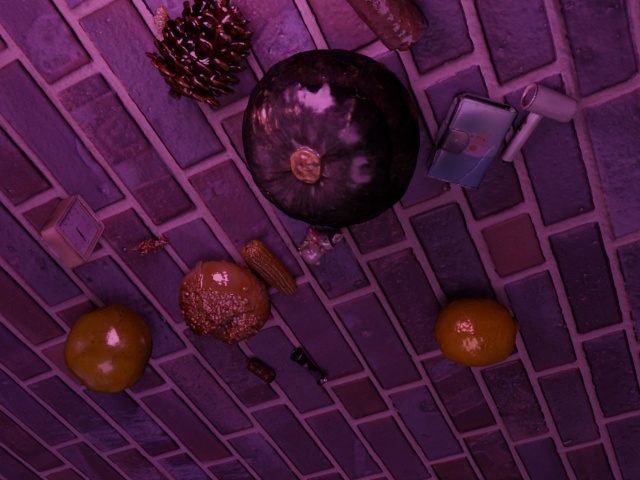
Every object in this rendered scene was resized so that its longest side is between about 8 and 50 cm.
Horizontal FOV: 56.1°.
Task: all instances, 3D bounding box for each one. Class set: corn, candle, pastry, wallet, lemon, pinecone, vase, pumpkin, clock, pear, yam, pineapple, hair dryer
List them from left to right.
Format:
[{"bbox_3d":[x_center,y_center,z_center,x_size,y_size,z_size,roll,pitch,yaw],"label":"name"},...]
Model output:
[{"bbox_3d":[-0.730,-0.027,1.778,0.071,0.192,0.147,-21,122,15],"label":"clock"},{"bbox_3d":[-0.704,0.356,2.008,0.294,0.294,0.294,1,126,2],"label":"pear"},{"bbox_3d":[-0.391,-0.540,1.495,0.045,0.019,0.083,-16,127,10],"label":"pineapple"},{"bbox_3d":[-0.280,-0.449,1.440,0.224,0.224,0.272,38,107,-23],"label":"pinecone"},{"bbox_3d":[-0.313,0.213,1.940,0.284,0.184,0.315,-36,117,24],"label":"pastry"},{"bbox_3d":[-0.226,0.475,2.211,0.052,0.052,0.130,-37,117,25],"label":"candle"},{"bbox_3d":[-0.161,0.089,1.912,0.080,0.080,0.231,-28,122,21],"label":"corn"},{"bbox_3d":[-0.038,0.460,2.187,0.059,0.059,0.167,-29,120,21],"label":"vase"},{"bbox_3d":[0.027,-0.249,1.492,0.454,0.344,0.455,10,124,15],"label":"pumpkin"},{"bbox_3d":[0.125,-0.569,1.391,0.131,0.131,0.279,-35,119,24],"label":"yam"},{"bbox_3d":[0.402,-0.267,1.625,0.176,0.075,0.251,15,127,-7],"label":"wallet"},{"bbox_3d":[0.503,0.295,1.941,0.288,0.234,0.234,-6,126,-3],"label":"lemon"},{"bbox_3d":[0.564,-0.295,1.606,0.131,0.073,0.236,18,128,-12],"label":"hair dryer"}]

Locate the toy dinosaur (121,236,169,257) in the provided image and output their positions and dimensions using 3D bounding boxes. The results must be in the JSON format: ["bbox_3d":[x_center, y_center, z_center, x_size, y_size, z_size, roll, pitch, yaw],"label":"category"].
[{"bbox_3d":[-0.551,0.017,1.886,0.154,0.055,0.049,-10,128,0],"label":"toy dinosaur"}]

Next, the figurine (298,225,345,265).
[{"bbox_3d":[-0.004,0.004,1.838,0.098,0.081,0.146,31,122,-19],"label":"figurine"}]
